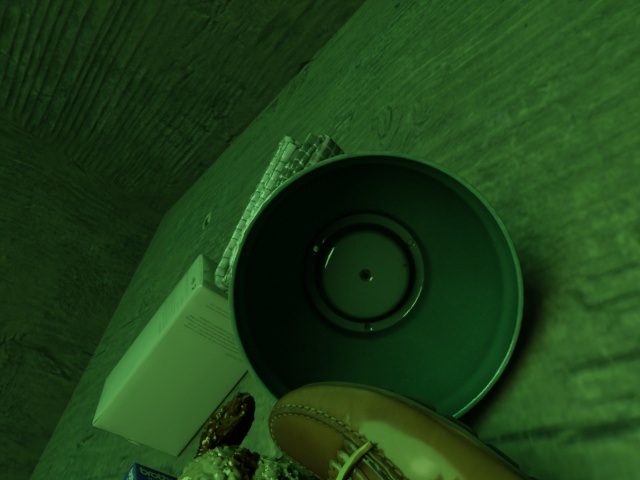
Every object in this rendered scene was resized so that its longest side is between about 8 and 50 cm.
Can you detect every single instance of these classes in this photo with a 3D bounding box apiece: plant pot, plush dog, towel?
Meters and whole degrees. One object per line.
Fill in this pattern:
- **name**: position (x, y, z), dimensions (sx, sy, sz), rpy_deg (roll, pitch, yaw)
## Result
- **plant pot**: position (0.058, 0.052, 0.562), dimensions (0.293, 0.293, 0.196), rpy_deg (-53, 0, 5)
- **plush dog**: position (-0.050, 0.288, 0.476), dimensions (0.211, 0.225, 0.262), rpy_deg (-47, 26, 16)
- **towel**: position (0.000, 0.000, 0.740), dimensions (0.121, 0.235, 0.284), rpy_deg (-1, 59, 57)

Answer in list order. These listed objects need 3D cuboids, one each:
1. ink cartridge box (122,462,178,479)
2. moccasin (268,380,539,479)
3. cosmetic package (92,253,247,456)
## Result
- **ink cartridge box**: position (-0.151, 0.358, 0.592), dimensions (0.046, 0.207, 0.097), rpy_deg (-57, 25, -5)
- **moccasin**: position (0.084, 0.222, 0.320), dimensions (0.147, 0.139, 0.379), rpy_deg (-36, 42, -29)
- **cosmetic package**: position (-0.275, 0.240, 0.980), dimensions (0.366, 0.196, 0.155), rpy_deg (-49, 25, 9)
